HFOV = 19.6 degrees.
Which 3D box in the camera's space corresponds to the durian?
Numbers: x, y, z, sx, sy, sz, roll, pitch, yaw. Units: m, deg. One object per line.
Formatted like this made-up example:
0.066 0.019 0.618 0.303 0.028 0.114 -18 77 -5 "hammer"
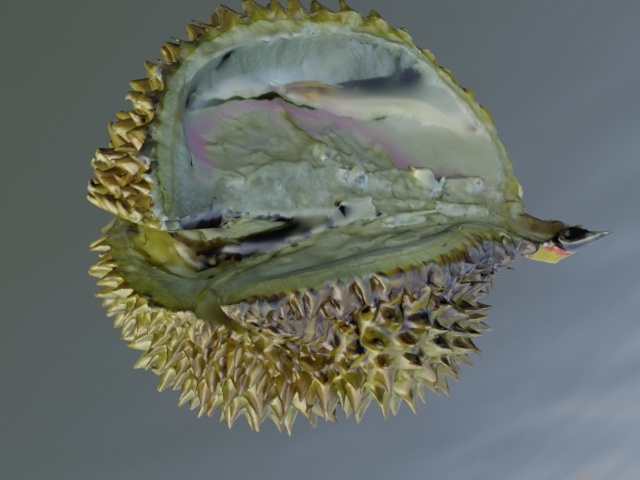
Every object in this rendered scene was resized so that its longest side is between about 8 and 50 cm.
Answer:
0.000 0.000 0.857 0.237 0.193 0.138 13 145 -21 "durian"
